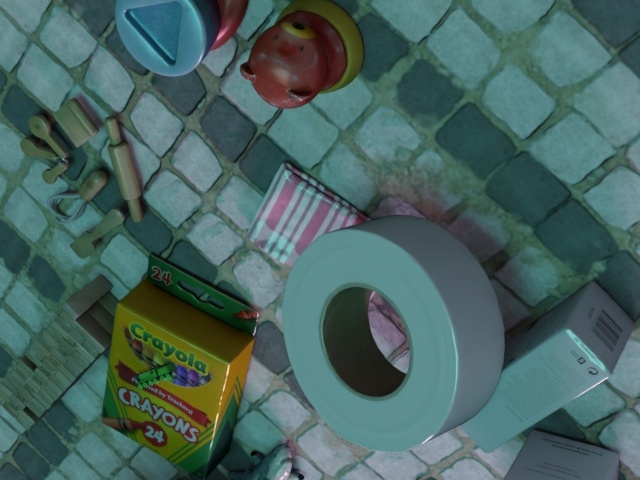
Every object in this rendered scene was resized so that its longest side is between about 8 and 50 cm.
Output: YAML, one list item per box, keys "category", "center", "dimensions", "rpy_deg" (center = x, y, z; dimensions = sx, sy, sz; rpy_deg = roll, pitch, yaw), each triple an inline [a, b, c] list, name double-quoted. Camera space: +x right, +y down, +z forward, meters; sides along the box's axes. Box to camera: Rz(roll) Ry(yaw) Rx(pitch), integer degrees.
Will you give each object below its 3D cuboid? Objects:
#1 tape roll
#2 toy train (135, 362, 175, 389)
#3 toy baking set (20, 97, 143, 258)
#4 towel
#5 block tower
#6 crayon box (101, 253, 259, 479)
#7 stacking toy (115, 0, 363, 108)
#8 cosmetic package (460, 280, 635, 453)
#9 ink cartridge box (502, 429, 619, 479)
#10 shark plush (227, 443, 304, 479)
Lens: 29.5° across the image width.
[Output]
- category: "tape roll"
  center: [0.084, 0.115, 1.504]
  dimensions: [0.286, 0.100, 0.286]
  rpy_deg: [14, 111, 40]
- category: "toy train"
  center: [-0.246, 0.200, 1.802]
  dimensions: [0.083, 0.017, 0.024]
  rpy_deg: [-23, 95, 40]
- category: "toy baking set"
  center: [-0.341, -0.090, 1.776]
  dimensions: [0.196, 0.030, 0.256]
  rpy_deg: [1, 119, 34]
- category: "towel"
  center: [0.000, 0.000, 1.622]
  dimensions: [0.197, 0.029, 0.144]
  rpy_deg: [35, 130, 7]
- category: "block tower"
  center: [-0.419, 0.190, 1.960]
  dimensions: [0.097, 0.091, 0.335]
  rpy_deg: [43, 132, -1]
- category: "crayon box"
  center: [-0.219, 0.196, 1.848]
  dimensions: [0.202, 0.081, 0.318]
  rpy_deg: [26, 129, 15]
- category: "stacking toy"
  center: [-0.111, -0.300, 1.428]
  dimensions: [0.309, 0.130, 0.279]
  rpy_deg: [17, 127, 21]
- category: "cosmetic package"
  center: [0.269, 0.158, 1.502]
  dimensions: [0.085, 0.117, 0.231]
  rpy_deg: [46, 130, -2]
- category: "ink cartridge box"
  center: [0.272, 0.426, 1.546]
  dimensions: [0.131, 0.306, 0.226]
  rpy_deg: [12, 125, 25]
- category: "shark plush"
  center: [-0.088, 0.358, 1.913]
  dimensions: [0.161, 0.073, 0.067]
  rpy_deg: [-23, 86, 60]
